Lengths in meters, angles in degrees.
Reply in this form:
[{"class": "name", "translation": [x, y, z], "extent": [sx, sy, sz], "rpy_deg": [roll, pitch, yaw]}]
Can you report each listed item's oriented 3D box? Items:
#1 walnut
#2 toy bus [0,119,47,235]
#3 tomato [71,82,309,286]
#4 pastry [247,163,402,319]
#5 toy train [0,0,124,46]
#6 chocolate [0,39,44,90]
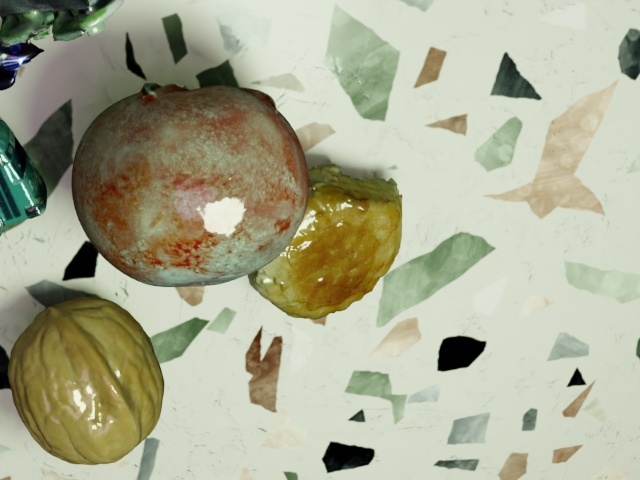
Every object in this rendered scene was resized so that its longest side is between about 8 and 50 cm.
[{"class": "walnut", "translation": [-0.346, 0.208, 1.756], "extent": [0.225, 0.225, 0.261], "rpy_deg": [-23, 116, -3]}, {"class": "toy bus", "translation": [-0.516, -0.063, 1.615], "extent": [0.256, 0.128, 0.147], "rpy_deg": [-20, 119, -2]}, {"class": "tomato", "translation": [-0.174, -0.080, 1.592], "extent": [0.316, 0.316, 0.282], "rpy_deg": [-1, 85, -15]}, {"class": "pastry", "translation": [0.003, 0.003, 1.790], "extent": [0.257, 0.121, 0.236], "rpy_deg": [3, 122, -36]}, {"class": "toy train", "translation": [-0.299, -0.360, 1.424], "extent": [0.249, 0.307, 0.173], "rpy_deg": [-47, 123, -29]}, {"class": "chocolate", "translation": [-0.533, -0.222, 1.541], "extent": [0.343, 0.126, 0.148], "rpy_deg": [-14, 159, -11]}]
